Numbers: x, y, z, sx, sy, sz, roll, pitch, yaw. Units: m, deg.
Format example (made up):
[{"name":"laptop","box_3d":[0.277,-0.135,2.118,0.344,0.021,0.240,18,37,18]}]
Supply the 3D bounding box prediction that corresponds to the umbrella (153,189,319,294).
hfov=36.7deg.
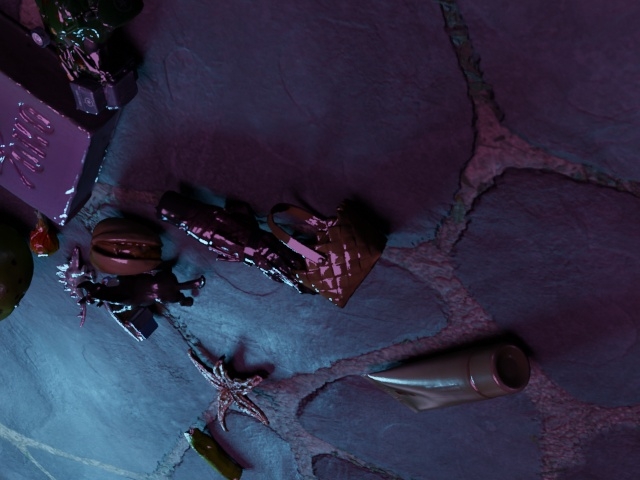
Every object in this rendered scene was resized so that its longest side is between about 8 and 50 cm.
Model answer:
[{"name":"umbrella","box_3d":[-0.125,0.003,1.593,0.326,0.090,0.094,24,144,12]}]

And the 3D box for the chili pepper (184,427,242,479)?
[{"name":"chili pepper","box_3d":[-0.253,0.494,2.242,0.052,0.050,0.202,-33,119,8]}]

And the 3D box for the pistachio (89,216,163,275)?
[{"name":"pistachio","box_3d":[-0.356,0.014,1.756,0.149,0.113,0.113,13,138,15]}]

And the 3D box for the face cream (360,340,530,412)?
[{"name":"face cream","box_3d":[0.212,0.239,1.632,0.137,0.084,0.341,35,150,-18]}]

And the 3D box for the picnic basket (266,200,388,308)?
[{"name":"picnic basket","box_3d":[0.000,0.000,1.471,0.178,0.128,0.138,35,110,0]}]

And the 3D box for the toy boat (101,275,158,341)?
[{"name":"toy boat","box_3d":[-0.384,0.133,1.925,0.058,0.069,0.173,9,138,48]}]

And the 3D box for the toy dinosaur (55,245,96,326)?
[{"name":"toy dinosaur","box_3d":[-0.501,0.093,1.984,0.082,0.039,0.209,20,130,20]}]

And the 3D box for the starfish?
[{"name":"starfish","box_3d":[-0.191,0.309,1.997,0.213,0.057,0.238,31,139,14]}]

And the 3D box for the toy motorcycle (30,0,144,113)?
[{"name":"toy motorcycle","box_3d":[-0.326,-0.300,1.385,0.187,0.125,0.275,24,144,25]}]

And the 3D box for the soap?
[{"name":"soap","box_3d":[-0.492,-0.203,1.614,0.285,0.107,0.296,35,141,0]}]

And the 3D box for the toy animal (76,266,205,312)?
[{"name":"toy animal","box_3d":[-0.326,0.098,1.784,0.232,0.148,0.085,-4,96,-4]}]

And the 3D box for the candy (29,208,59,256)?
[{"name":"candy","box_3d":[-0.542,-0.049,1.866,0.060,0.060,0.201,19,131,17]}]

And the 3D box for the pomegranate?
[{"name":"pomegranate","box_3d":[-0.725,0.050,1.960,0.285,0.231,0.231,31,143,19]}]
